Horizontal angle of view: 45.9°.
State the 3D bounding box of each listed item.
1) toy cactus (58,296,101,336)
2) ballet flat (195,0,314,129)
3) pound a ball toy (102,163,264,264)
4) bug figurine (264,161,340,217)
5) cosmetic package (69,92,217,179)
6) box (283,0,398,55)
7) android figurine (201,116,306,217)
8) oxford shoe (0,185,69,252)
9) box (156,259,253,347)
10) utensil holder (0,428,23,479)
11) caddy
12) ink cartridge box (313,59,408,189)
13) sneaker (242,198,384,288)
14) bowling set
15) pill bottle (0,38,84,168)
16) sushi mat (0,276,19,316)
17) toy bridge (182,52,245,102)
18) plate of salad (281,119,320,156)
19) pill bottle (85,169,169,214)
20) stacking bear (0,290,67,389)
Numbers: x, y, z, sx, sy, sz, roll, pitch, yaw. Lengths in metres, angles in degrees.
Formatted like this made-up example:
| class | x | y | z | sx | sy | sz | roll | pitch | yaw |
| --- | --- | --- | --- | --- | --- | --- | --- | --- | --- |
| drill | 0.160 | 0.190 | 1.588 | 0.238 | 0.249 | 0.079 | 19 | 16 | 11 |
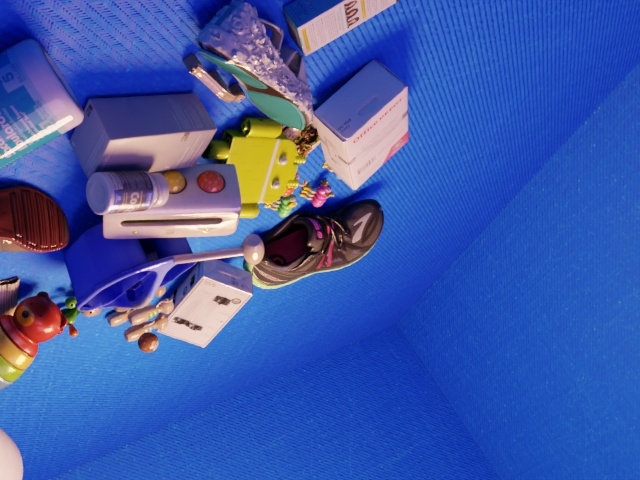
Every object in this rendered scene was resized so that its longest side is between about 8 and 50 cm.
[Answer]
| class | x | y | z | sx | sy | sz | roll | pitch | yaw |
| --- | --- | --- | --- | --- | --- | --- | --- | --- | --- |
| toy cactus | -0.593 | 0.171 | 1.923 | 0.219 | 0.112 | 0.180 | -40 | 171 | -5 |
| ballet flat | -0.092 | -0.333 | 1.455 | 0.147 | 0.147 | 0.409 | -36 | 161 | 8 |
| pound a ball toy | -0.276 | -0.060 | 1.533 | 0.319 | 0.208 | 0.135 | -2 | 146 | -17 |
| bug figurine | -0.027 | -0.148 | 2.058 | 0.279 | 0.072 | 0.216 | -20 | 157 | -33 |
| cosmetic package | -0.333 | -0.199 | 1.426 | 0.238 | 0.107 | 0.127 | -18 | 159 | -42 |
| box | 0.052 | -0.461 | 1.456 | 0.244 | 0.060 | 0.100 | -32 | 161 | -4 |
| android figurine | -0.155 | -0.164 | 1.727 | 0.273 | 0.056 | 0.248 | 0 | 120 | -38 |
| oxford shoe | -0.614 | -0.036 | 1.412 | 0.130 | 0.122 | 0.348 | -11 | 169 | 20 |
| box | -0.343 | 0.184 | 2.227 | 0.169 | 0.087 | 0.290 | 23 | 128 | -26 |
| utensil holder | -0.983 | 0.597 | 1.988 | 0.328 | 0.327 | 0.385 | -26 | 162 | -19 |
| caddy | -0.422 | 0.064 | 1.694 | 0.241 | 0.179 | 0.341 | -15 | 170 | -39 |
| ink cartridge box | 0.107 | -0.277 | 1.847 | 0.207 | 0.117 | 0.283 | -43 | 161 | -8 |
| sneaker | 0.000 | 0.000 | 2.287 | 0.483 | 0.185 | 0.202 | -27 | 163 | -21 |
| bowling set | -0.460 | 0.205 | 2.056 | 0.154 | 0.199 | 0.287 | -22 | 161 | -33 |
| pill bottle | -0.505 | -0.179 | 1.138 | 0.264 | 0.146 | 0.146 | -32 | 160 | -5 |
| sushi mat | -0.783 | 0.189 | 1.771 | 0.151 | 0.019 | 0.316 | -19 | 156 | -32 |
| toy bridge | -0.196 | -0.300 | 1.454 | 0.026 | 0.063 | 0.188 | -38 | 160 | 14 |
| plate of salad | -0.056 | -0.236 | 1.842 | 0.200 | 0.048 | 0.200 | -30 | 160 | -12 |
| pill bottle | -0.354 | -0.090 | 1.397 | 0.137 | 0.078 | 0.078 | -10 | 150 | -49 |
| stacking bear | -0.724 | 0.239 | 1.735 | 0.289 | 0.175 | 0.164 | -39 | 159 | -7 |
